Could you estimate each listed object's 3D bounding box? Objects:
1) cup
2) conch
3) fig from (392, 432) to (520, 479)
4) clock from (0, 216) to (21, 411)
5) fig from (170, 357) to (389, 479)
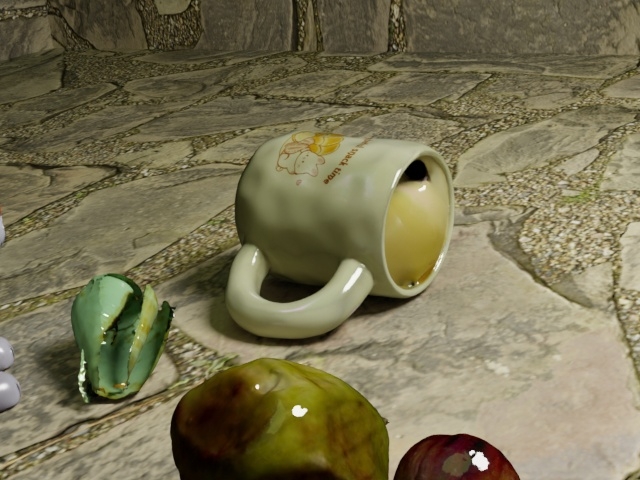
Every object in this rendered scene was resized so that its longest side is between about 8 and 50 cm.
[{"bbox_3d":[0.010,0.006,1.148,0.202,0.255,0.173,9,-18,33],"label":"cup"},{"bbox_3d":[-0.190,0.095,1.026,0.106,0.079,0.170,-14,35,-4],"label":"conch"},{"bbox_3d":[0.078,0.188,0.684,0.089,0.088,0.125,7,48,33],"label":"fig"},{"bbox_3d":[-0.380,0.037,0.976,0.189,0.253,0.189,-1,17,0],"label":"clock"},{"bbox_3d":[-0.022,0.151,0.709,0.154,0.144,0.166,31,23,26],"label":"fig"}]
